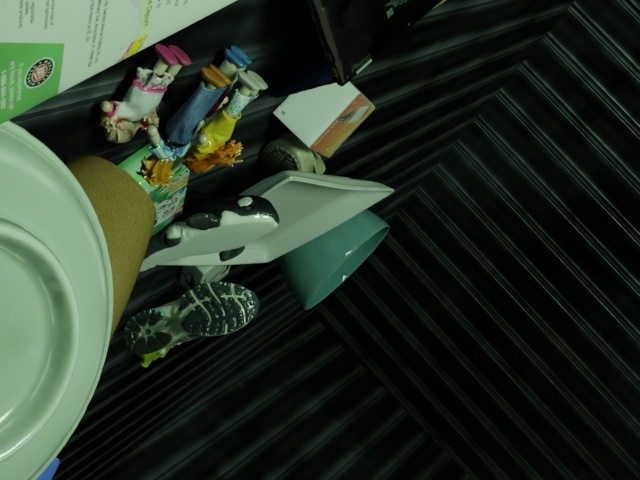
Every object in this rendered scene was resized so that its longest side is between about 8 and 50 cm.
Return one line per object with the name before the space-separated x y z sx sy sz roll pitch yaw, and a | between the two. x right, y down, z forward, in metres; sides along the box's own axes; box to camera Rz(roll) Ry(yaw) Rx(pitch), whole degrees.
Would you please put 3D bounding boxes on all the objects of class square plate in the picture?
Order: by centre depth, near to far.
square plate | -0.086 -0.042 1.660 0.347 0.049 0.344 -29 164 31

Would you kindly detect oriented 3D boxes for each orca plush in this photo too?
orca plush | -0.207 -0.027 1.484 0.287 0.102 0.151 -26 148 28

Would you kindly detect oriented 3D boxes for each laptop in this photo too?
laptop | 0.076 -0.417 1.270 0.382 0.236 0.408 -43 142 -14

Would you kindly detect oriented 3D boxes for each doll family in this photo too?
doll family | -0.159 -0.144 1.114 0.163 0.118 0.263 -50 169 23

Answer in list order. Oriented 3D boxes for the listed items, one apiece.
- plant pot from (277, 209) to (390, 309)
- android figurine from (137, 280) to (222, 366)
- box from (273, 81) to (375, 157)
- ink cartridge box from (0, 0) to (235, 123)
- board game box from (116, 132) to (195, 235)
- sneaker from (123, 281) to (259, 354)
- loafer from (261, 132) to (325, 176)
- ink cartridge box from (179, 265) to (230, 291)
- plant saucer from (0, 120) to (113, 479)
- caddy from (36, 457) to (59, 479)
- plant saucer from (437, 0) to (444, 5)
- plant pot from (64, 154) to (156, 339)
plant pot | 0.000 0.000 2.189 0.290 0.195 0.290 -43 170 -9
android figurine | -0.327 0.187 2.033 0.273 0.056 0.248 -52 169 28
box | 0.010 -0.228 1.569 0.130 0.091 0.170 -46 171 9
ink cartridge box | -0.166 -0.239 0.674 0.278 0.117 0.201 -38 169 -33
board game box | -0.315 -0.010 1.249 0.317 0.046 0.213 -40 169 -27
sneaker | -0.258 0.151 1.838 0.283 0.110 0.122 -15 177 8
loafer | -0.045 -0.144 1.690 0.092 0.102 0.268 -52 171 -13
ink cartridge box | -0.231 0.049 1.835 0.099 0.056 0.135 -40 170 -28
plant saucer | -0.315 0.081 0.738 0.400 0.100 0.400 -12 106 -49
caddy | -0.444 0.233 0.931 0.179 0.341 0.241 -60 176 -22
plant saucer | 0.179 -0.375 1.358 0.083 0.015 0.083 -34 -161 13
plant pot | -0.308 0.029 1.013 0.254 0.237 0.237 -57 178 -29
